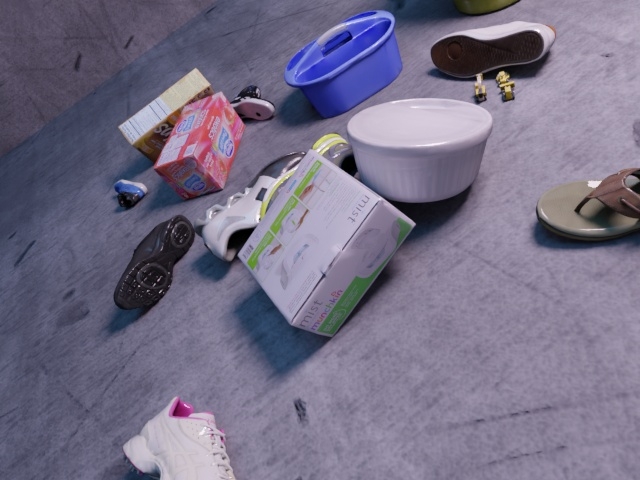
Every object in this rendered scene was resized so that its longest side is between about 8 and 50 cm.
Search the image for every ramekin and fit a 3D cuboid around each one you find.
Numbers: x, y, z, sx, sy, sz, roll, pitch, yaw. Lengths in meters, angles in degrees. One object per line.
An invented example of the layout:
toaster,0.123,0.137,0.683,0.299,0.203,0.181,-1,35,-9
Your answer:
ramekin,0.191,-0.179,0.909,0.273,0.127,0.273,-6,33,4

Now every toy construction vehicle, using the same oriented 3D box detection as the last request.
toy construction vehicle,0.397,-0.356,1.057,0.086,0.035,0.098,-7,50,27

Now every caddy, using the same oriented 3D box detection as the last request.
caddy,0.062,-0.513,1.304,0.341,0.179,0.241,-32,43,3

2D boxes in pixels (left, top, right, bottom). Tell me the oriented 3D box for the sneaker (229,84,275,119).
sneaker,-0.212,-0.458,1.500,0.217,0.079,0.121,9,60,39

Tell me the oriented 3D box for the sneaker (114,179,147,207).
sneaker,-0.643,-0.150,1.514,0.152,0.058,0.084,9,50,30

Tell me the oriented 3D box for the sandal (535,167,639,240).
sandal,0.494,-0.072,0.705,0.303,0.086,0.120,-4,51,30

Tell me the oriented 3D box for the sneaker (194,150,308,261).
sneaker,-0.125,-0.071,1.092,0.330,0.122,0.146,-40,58,-4

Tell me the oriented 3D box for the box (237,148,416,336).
box,0.000,0.000,0.862,0.262,0.127,0.231,-55,45,7

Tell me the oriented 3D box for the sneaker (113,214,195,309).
sneaker,-0.433,0.059,1.178,0.130,0.109,0.286,-9,39,35

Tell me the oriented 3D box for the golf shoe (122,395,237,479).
golf shoe,-0.198,0.356,0.747,0.306,0.115,0.140,14,58,39

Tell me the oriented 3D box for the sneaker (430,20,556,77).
sneaker,0.413,-0.461,1.115,0.290,0.105,0.123,16,40,41

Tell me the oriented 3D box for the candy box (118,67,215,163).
candy box,-0.490,-0.410,1.552,0.316,0.183,0.087,-40,79,-4

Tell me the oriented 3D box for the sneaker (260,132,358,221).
sneaker,-0.013,-0.113,1.010,0.121,0.111,0.300,28,73,39

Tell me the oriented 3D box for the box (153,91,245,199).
box,-0.355,-0.286,1.391,0.154,0.142,0.300,-12,47,23

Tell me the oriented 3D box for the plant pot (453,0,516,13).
plant pot,0.433,-0.825,1.217,0.367,0.353,0.366,-18,46,19
